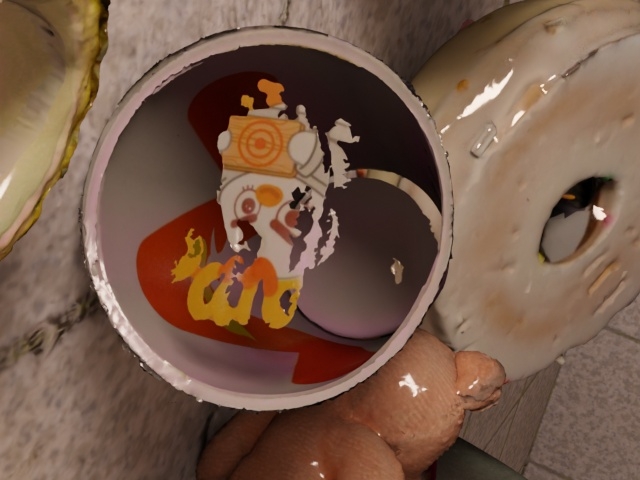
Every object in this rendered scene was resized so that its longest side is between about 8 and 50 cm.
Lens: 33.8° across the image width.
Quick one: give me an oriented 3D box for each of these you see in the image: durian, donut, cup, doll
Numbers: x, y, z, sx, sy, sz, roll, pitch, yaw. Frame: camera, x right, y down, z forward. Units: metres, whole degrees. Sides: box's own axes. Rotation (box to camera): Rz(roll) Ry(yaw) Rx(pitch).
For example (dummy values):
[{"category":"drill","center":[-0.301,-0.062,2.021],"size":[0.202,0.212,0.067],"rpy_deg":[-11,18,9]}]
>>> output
[{"category":"durian","center":[-0.153,-0.031,0.389],"size":[0.224,0.078,0.140],"rpy_deg":[-63,174,21]},{"category":"donut","center":[0.191,-0.048,0.972],"size":[0.383,0.142,0.382],"rpy_deg":[-20,127,-28]},{"category":"cup","center":[0.000,0.000,0.663],"size":[0.203,0.203,0.288],"rpy_deg":[-67,166,1]},{"category":"doll","center":[0.002,0.194,0.819],"size":[0.303,0.201,0.156],"rpy_deg":[-53,135,-23]}]

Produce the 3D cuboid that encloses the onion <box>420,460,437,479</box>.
[{"category":"onion","center":[0.029,0.215,0.975],"size":[0.177,0.177,0.153],"rpy_deg":[-66,-167,-4]}]

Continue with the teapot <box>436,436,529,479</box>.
[{"category":"teapot","center":[0.167,0.350,1.243],"size":[0.233,0.312,0.315],"rpy_deg":[-63,160,-16]}]
